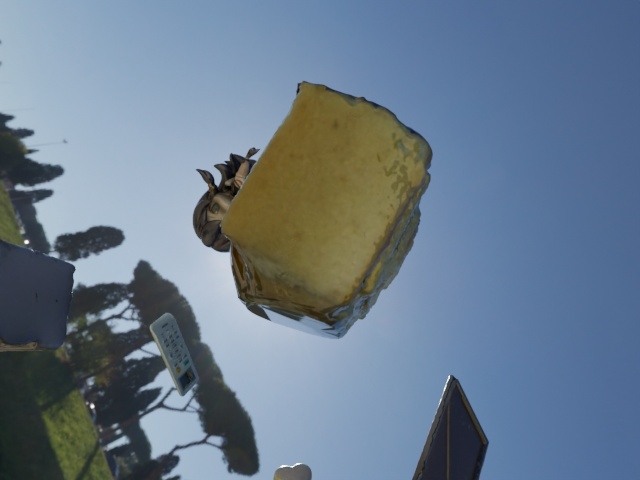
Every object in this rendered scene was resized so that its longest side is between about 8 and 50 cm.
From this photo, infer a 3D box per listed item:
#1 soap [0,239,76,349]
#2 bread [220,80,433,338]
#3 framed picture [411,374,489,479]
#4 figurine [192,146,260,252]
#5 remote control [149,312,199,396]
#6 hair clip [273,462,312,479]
[{"bbox_3d":[-0.802,0.135,1.012,0.435,0.350,0.213,-3,-108,12],"label":"soap"},{"bbox_3d":[-0.003,0.001,0.672,0.239,0.264,0.395,27,-15,13],"label":"bread"},{"bbox_3d":[0.256,0.434,0.886,0.019,0.281,0.209,-13,-66,40],"label":"framed picture"},{"bbox_3d":[-0.205,-0.095,1.152,0.265,0.197,0.175,-44,-112,3],"label":"figurine"},{"bbox_3d":[-0.520,0.405,1.635,0.051,0.103,0.293,-9,-71,28],"label":"remote control"},{"bbox_3d":[-0.047,0.767,1.407,0.218,0.159,0.071,24,-75,9],"label":"hair clip"}]
